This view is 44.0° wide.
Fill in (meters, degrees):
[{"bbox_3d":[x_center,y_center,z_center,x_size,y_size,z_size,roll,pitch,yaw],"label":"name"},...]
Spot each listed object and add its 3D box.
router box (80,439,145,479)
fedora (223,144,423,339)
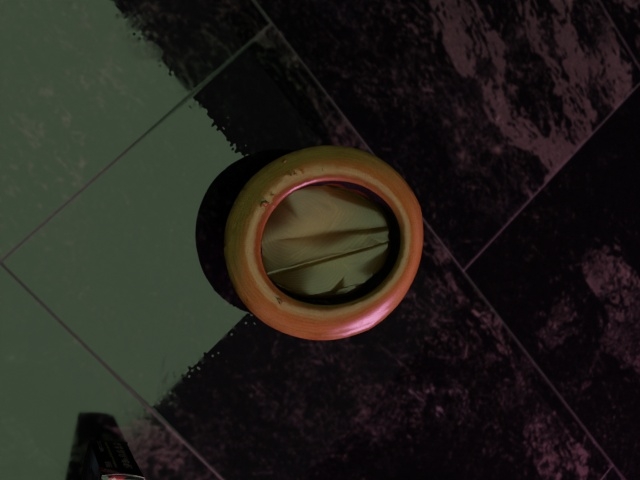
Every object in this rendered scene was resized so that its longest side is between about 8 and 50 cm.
[{"bbox_3d":[-0.191,0.247,0.691,0.038,0.092,0.123,12,89,-23],"label":"router box"},{"bbox_3d":[0.000,0.000,0.756,0.194,0.079,0.195,-2,96,-16],"label":"fedora"}]
